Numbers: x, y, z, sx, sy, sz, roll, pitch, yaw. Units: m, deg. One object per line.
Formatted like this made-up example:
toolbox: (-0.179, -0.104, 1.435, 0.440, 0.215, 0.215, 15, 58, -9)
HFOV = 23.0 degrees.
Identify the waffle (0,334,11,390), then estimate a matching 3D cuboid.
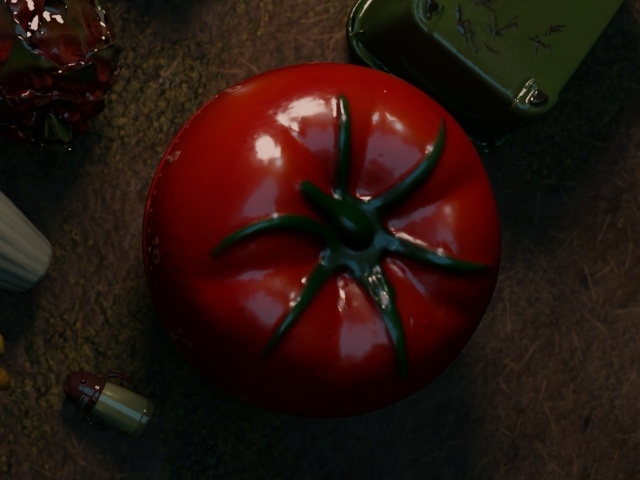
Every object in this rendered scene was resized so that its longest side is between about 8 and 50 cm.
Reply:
waffle: (-0.463, 0.133, 1.623, 0.291, 0.051, 0.291, -7, 113, -16)

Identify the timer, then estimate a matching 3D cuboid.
timer: (0.000, 0.000, 1.674, 0.378, 0.279, 0.378, 1, 88, -18)

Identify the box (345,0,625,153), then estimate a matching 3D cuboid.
box: (0.219, -0.286, 1.790, 0.253, 0.178, 0.328, 37, 80, -14)

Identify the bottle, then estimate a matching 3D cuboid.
bottle: (-0.233, 0.174, 1.727, 0.101, 0.047, 0.063, 28, 68, -10)

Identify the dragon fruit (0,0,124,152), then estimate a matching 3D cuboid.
dragon fruit: (-0.293, -0.196, 1.650, 0.182, 0.182, 0.188, 28, 96, -14)

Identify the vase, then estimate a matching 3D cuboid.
vase: (-0.394, -0.032, 1.644, 0.248, 0.128, 0.128, 35, 80, -23)
